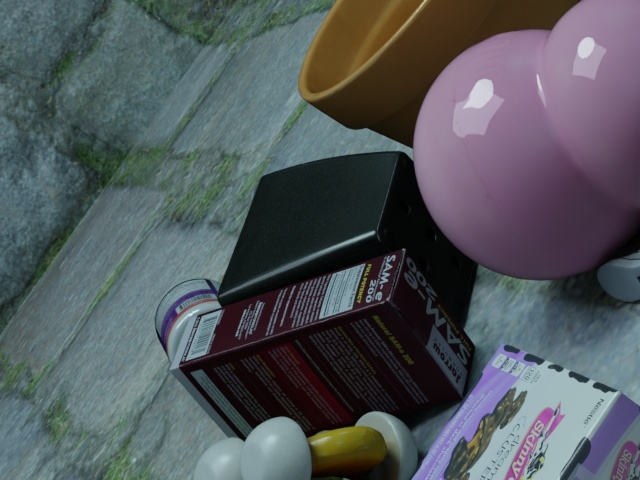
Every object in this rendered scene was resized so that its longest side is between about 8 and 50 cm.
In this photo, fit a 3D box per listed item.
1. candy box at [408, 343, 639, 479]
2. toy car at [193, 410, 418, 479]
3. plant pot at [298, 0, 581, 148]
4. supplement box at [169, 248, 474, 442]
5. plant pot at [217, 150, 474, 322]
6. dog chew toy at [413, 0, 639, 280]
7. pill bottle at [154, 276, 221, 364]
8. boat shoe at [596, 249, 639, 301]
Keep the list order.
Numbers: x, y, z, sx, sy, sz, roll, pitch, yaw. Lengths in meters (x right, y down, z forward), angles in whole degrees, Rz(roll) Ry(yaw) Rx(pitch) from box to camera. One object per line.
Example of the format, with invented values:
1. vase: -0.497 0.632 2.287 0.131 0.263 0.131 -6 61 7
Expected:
1. candy box: 0.147 0.172 1.133 0.165 0.070 0.196 -55 17 -5
2. toy car: -0.007 0.223 1.354 0.182 0.159 0.136 -29 66 51
3. plant pot: 0.146 -0.201 1.617 0.291 0.203 0.291 -47 19 21
4. supplement box: 0.001 0.104 1.425 0.239 0.130 0.073 -18 34 30
5. plant pot: 0.042 0.024 1.519 0.167 0.187 0.188 -26 30 36
6. dog chew toy: 0.233 -0.102 1.242 0.332 0.206 0.206 -30 28 36
7. pill bottle: -0.142 0.105 1.922 0.108 0.108 0.193 -53 17 2
8. boat shoe: 0.252 0.021 1.223 0.035 0.035 0.100 -31 3 -27
